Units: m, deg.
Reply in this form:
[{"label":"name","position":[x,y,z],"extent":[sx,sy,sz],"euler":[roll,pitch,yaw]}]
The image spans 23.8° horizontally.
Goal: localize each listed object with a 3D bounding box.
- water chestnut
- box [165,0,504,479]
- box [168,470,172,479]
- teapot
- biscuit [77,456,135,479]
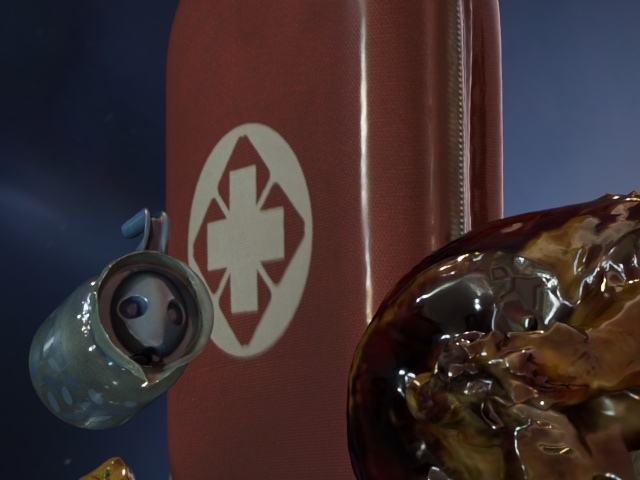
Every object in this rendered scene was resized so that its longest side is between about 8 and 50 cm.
[{"label":"water chestnut","position":[0.106,0.085,0.569],"extent":[0.238,0.223,0.224],"euler":[19,-136,-51]},{"label":"box","position":[0.000,0.000,0.878],"extent":[0.108,0.263,0.404],"euler":[4,-99,-34]},{"label":"box","position":[-0.091,0.325,1.358],"extent":[0.325,0.047,0.180],"euler":[-81,-31,-43]},{"label":"teapot","position":[-0.068,0.031,0.543],"extent":[0.049,0.083,0.063],"euler":[39,-124,-9]},{"label":"biscuit","position":[-0.162,0.182,1.020],"extent":[0.016,0.082,0.092],"euler":[48,-123,-17]}]
